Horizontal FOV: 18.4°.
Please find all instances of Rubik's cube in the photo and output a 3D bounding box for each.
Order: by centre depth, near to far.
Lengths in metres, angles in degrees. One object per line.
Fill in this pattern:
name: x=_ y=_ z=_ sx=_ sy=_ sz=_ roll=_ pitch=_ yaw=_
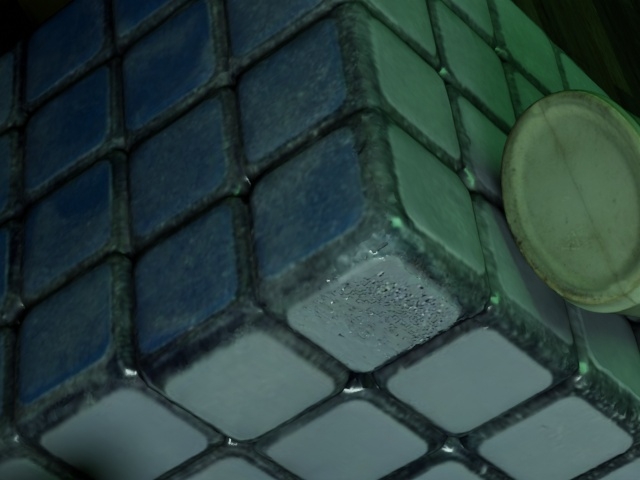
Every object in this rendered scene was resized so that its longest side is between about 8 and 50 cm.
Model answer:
Rubik's cube: x=-0.008 y=0.029 z=1.189 sx=0.344 sy=0.337 sz=0.344 roll=37 pitch=32 yaw=-38

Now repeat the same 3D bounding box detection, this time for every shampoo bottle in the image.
shampoo bottle: x=0.191 y=-0.006 z=1.089 sx=0.234 sy=0.087 sz=0.118 roll=15 pitch=48 yaw=-57

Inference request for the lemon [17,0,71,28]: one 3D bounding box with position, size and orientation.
lemon: x=-0.103 y=-0.220 z=1.424 sx=0.267 sy=0.267 sz=0.267 roll=43 pitch=27 yaw=-29
